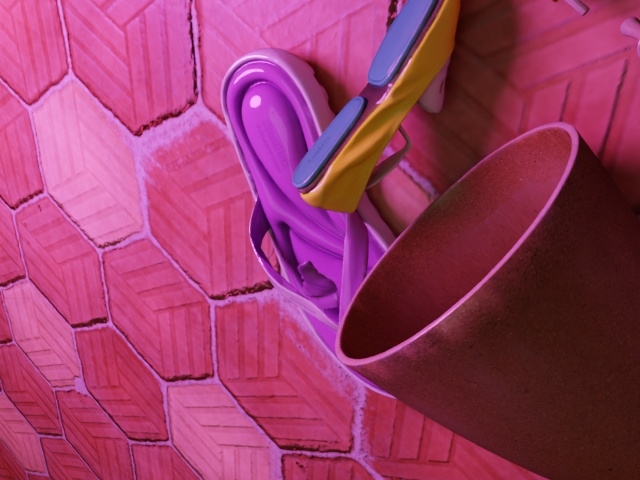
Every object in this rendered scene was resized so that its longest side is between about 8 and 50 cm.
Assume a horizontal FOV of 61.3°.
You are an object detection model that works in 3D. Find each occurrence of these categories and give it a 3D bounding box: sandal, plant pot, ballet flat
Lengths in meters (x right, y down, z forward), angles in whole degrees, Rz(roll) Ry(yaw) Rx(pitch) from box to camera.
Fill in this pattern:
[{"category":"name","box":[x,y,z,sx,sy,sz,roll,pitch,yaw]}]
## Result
[{"category":"sandal","box":[-0.011,0.005,0.581,0.169,0.102,0.416,-23,96,40]},{"category":"plant pot","box":[0.184,0.082,0.421,0.254,0.237,0.237,42,130,-6]},{"category":"ballet flat","box":[0.064,-0.120,0.484,0.077,0.077,0.231,29,106,-23]}]

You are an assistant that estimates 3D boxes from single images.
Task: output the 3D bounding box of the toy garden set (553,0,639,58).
[{"category":"toy garden set","box":[0.245,-0.208,0.341,0.244,0.049,0.204,45,127,9]}]
